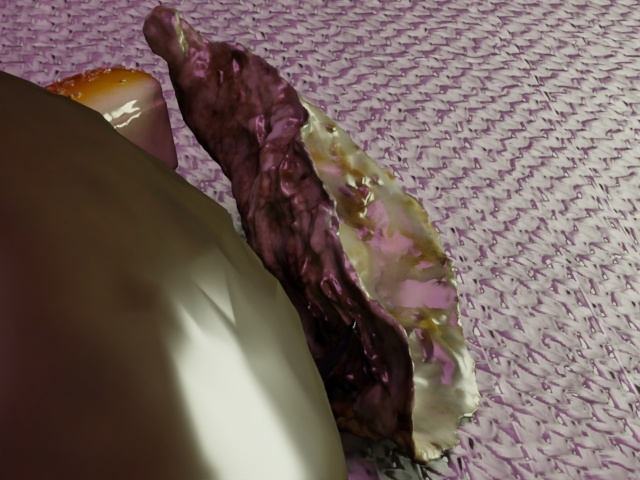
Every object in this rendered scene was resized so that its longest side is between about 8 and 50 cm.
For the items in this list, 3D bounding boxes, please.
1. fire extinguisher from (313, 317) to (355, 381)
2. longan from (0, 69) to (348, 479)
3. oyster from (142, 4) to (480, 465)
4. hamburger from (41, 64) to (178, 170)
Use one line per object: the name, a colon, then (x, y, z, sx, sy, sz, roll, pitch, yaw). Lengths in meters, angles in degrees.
fire extinguisher: (-0.153, 0.064, 0.835, 0.337, 0.135, 0.114, 10, 47, 0)
longan: (-0.182, 0.133, 0.519, 0.404, 0.404, 0.436, 6, 38, -3)
oyster: (0.008, -0.004, 0.953, 0.204, 0.111, 0.396, 25, 31, -53)
hamburger: (-0.204, -0.054, 0.966, 0.210, 0.173, 0.116, -29, 89, -39)
